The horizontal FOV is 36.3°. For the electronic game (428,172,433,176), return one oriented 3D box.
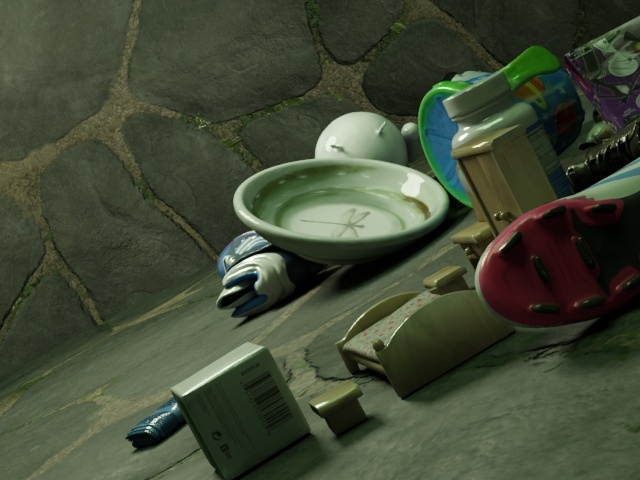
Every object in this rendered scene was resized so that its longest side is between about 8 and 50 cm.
[{"bbox_3d":[0.267,-0.113,2.107,0.229,0.048,0.229,-31,12,8],"label":"electronic game"}]

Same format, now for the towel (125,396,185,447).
[{"bbox_3d":[-0.204,0.237,1.324,0.067,0.029,0.119,-21,9,42],"label":"towel"}]

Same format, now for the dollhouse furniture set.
[{"bbox_3d":[0.089,0.031,1.094,0.356,0.173,0.303,-29,6,-13],"label":"dollhouse furniture set"}]

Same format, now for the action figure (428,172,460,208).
[{"bbox_3d":[0.332,-0.181,1.967,0.285,0.099,0.185,-40,35,-14],"label":"action figure"}]

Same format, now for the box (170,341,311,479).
[{"bbox_3d":[-0.083,0.172,0.997,0.102,0.101,0.087,-29,6,-15],"label":"box"}]

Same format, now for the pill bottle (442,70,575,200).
[{"bbox_3d":[0.255,-0.112,1.336,0.124,0.221,0.124,-28,6,3],"label":"pill bottle"}]

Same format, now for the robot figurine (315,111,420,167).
[{"bbox_3d":[0.095,-0.153,2.157,0.300,0.199,0.353,-36,-21,-8],"label":"robot figurine"}]

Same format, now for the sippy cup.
[{"bbox_3d":[0.329,-0.201,1.710,0.224,0.240,0.305,-27,11,-24],"label":"sippy cup"}]

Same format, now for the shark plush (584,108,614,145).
[{"bbox_3d":[0.518,-0.207,1.809,0.067,0.073,0.161,-58,-1,23],"label":"shark plush"}]

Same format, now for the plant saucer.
[{"bbox_3d":[0.038,-0.043,1.830,0.401,0.100,0.400,1,25,0],"label":"plant saucer"}]

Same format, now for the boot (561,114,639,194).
[{"bbox_3d":[0.409,-0.109,1.375,0.229,0.091,0.263,-30,0,26],"label":"boot"}]

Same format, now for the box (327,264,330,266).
[{"bbox_3d":[0.000,0.000,2.064,0.203,0.103,0.114,-23,8,37],"label":"box"}]

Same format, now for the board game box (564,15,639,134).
[{"bbox_3d":[0.590,-0.292,1.538,0.347,0.208,0.056,-28,-25,0],"label":"board game box"}]

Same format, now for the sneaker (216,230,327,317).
[{"bbox_3d":[-0.159,0.072,1.972,0.323,0.130,0.236,-9,15,44],"label":"sneaker"}]

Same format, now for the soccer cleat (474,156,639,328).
[{"bbox_3d":[0.281,-0.001,0.937,0.331,0.116,0.143,-27,-10,-17],"label":"soccer cleat"}]

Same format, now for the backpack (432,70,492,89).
[{"bbox_3d":[0.308,-0.263,1.905,0.182,0.115,0.152,16,51,24],"label":"backpack"}]
